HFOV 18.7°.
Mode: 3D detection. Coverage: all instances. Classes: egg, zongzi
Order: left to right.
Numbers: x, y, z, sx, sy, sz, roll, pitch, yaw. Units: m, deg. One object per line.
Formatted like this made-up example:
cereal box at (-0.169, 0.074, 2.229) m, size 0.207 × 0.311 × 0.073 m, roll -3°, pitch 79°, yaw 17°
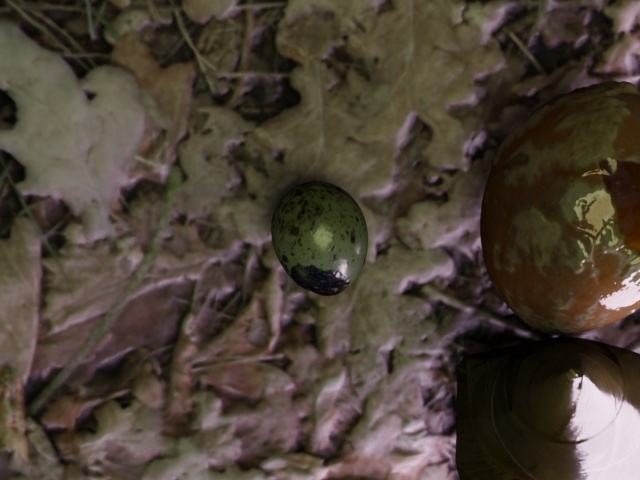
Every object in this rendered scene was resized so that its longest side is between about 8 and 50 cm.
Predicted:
egg at (0.000, 0.000, 1.708) m, size 0.085 × 0.085 × 0.110 m, roll -11°, pitch 120°, yaw -5°
egg at (0.233, -0.025, 1.681) m, size 0.195 × 0.195 × 0.233 m, roll 23°, pitch 105°, yaw -18°
zongzi at (0.284, 0.156, 1.718) m, size 0.273 × 0.300 × 0.145 m, roll 6°, pitch 76°, yaw -14°
